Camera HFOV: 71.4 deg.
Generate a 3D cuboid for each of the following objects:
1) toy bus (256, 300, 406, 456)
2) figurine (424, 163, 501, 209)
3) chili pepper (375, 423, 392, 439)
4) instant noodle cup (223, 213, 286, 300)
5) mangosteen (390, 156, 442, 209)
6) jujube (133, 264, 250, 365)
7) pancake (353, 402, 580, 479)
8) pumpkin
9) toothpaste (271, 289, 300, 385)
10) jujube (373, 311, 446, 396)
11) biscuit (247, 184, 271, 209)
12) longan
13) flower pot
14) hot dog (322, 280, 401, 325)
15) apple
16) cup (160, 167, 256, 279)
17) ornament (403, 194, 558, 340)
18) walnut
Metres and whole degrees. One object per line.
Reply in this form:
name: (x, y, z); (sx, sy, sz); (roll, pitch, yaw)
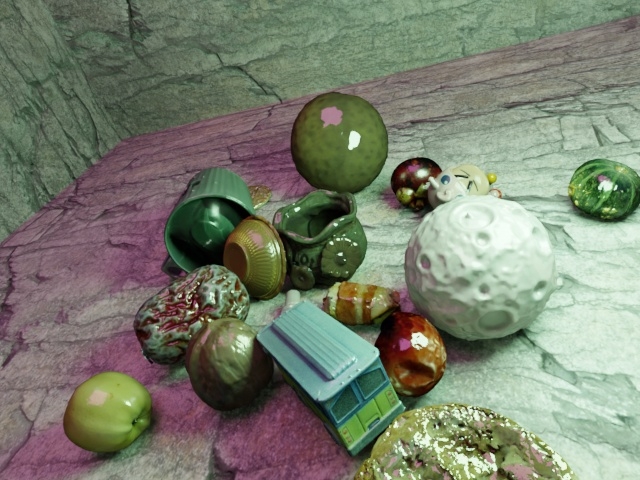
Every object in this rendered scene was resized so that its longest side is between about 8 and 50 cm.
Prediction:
toy bus: (0.010, 0.273, 0.941); (0.152, 0.190, 0.312); (-35, 26, -18)
figurine: (0.446, -0.163, 1.380); (0.287, 0.186, 0.176); (0, 49, -49)
chili pepper: (0.140, 0.383, 0.905); (0.267, 0.051, 0.059); (-1, 11, 23)
instant noodle cup: (-0.222, 0.061, 1.341); (0.273, 0.274, 0.090); (16, 18, 41)
mangosteen: (0.334, -0.189, 1.525); (0.199, 0.200, 0.200); (-14, 34, 9)
jujube: (-0.360, 0.212, 1.257); (0.317, 0.226, 0.226); (-35, 36, -20)
pancake: (0.239, 0.446, 0.722); (0.386, 0.082, 0.387); (-9, 40, 8)
pumpkin: (0.784, -0.141, 1.225); (0.190, 0.146, 0.190); (11, 29, -6)
toothpaste: (-0.073, 0.251, 1.198); (0.099, 0.068, 0.283); (-38, 35, 29)
jujube: (0.189, 0.239, 0.990); (0.167, 0.168, 0.236); (-17, 15, 5)
biscuit: (-0.317, -0.183, 1.954); (0.219, 0.033, 0.220); (-12, 36, 9)
longan: (0.073, -0.366, 1.715); (0.390, 0.391, 0.391); (-14, 34, 9)
flower pot: (0.000, 0.000, 1.369); (0.301, 0.213, 0.302); (-13, 33, 9)
hot dog: (0.108, 0.172, 1.180); (0.213, 0.103, 0.146); (8, 21, 22)
apple: (-0.514, 0.413, 1.077); (0.199, 0.200, 0.200); (-14, 34, 9)
cup: (-0.420, -0.066, 1.608); (0.400, 0.311, 0.392); (-18, 28, -1)
ornament: (0.358, 0.052, 1.025); (0.336, 0.337, 0.337); (-14, 34, 9)
walnut: (-0.222, 0.290, 1.067); (0.224, 0.224, 0.224); (-14, 34, 9)
